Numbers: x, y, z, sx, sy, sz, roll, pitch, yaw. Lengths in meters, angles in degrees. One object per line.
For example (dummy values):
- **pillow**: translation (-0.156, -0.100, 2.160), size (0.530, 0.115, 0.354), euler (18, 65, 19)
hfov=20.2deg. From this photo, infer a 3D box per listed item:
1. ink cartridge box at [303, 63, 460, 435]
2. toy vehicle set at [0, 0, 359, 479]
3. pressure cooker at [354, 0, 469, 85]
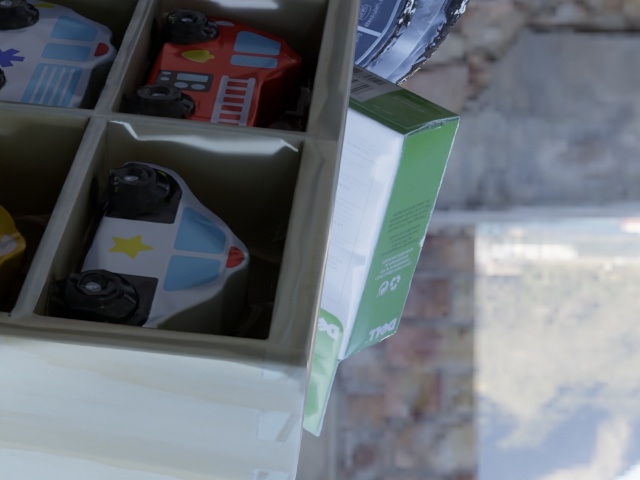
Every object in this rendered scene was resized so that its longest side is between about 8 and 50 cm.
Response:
- **ink cartridge box**: translation (0.000, 0.000, 1.092), size (0.109, 0.209, 0.062), euler (29, -150, 27)
- **toy vehicle set**: translation (-0.076, -0.037, 0.443), size (0.166, 0.035, 0.267), euler (6, -150, 1)
- **pressure cooker**: translation (-0.121, -0.290, 1.329), size (0.420, 0.370, 0.375), euler (12, 167, -41)
